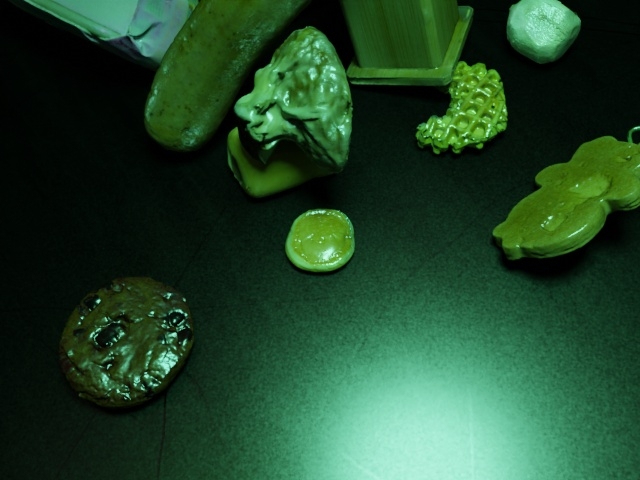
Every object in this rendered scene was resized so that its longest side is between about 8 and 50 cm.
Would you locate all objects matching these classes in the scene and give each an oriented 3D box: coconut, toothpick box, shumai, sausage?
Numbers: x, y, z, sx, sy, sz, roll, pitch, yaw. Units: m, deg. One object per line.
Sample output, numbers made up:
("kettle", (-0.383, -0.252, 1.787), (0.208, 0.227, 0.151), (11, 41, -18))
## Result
("coconut", (0.371, -0.367, 1.115), (0.110, 0.110, 0.124), (-38, 67, -17))
("toothpick box", (0.116, -0.419, 1.034), (0.187, 0.308, 0.190), (8, 58, 25))
("shumai", (-0.045, -0.186, 0.921), (0.152, 0.161, 0.210), (-13, 89, -9))
("sausage", (-0.118, -0.317, 0.965), (0.123, 0.501, 0.136), (-8, 60, -53))

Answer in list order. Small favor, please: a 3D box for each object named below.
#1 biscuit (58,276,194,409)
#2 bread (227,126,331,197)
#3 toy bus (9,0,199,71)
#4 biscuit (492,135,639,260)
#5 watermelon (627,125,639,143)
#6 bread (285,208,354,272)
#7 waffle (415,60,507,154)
("biscuit", (-0.266, 0.136, 0.906), (0.191, 0.049, 0.192), (-1, 60, 1))
("bread", (-0.062, -0.147, 1.037), (0.173, 0.085, 0.134), (-21, 59, -7))
("toy bus", (-0.400, -0.427, 1.164), (0.386, 0.162, 0.171), (28, 102, 19))
("biscuit", (0.356, -0.056, 0.921), (0.249, 0.035, 0.184), (-42, 26, -12))
("watermelon", (0.525, -0.118, 0.927), (0.140, 0.141, 0.187), (-36, 61, -15))
("bread", (0.000, 0.000, 0.976), (0.109, 0.024, 0.110), (-3, 58, 4))
("waffle", (0.228, -0.224, 1.075), (0.148, 0.051, 0.194), (-1, 58, 5))
